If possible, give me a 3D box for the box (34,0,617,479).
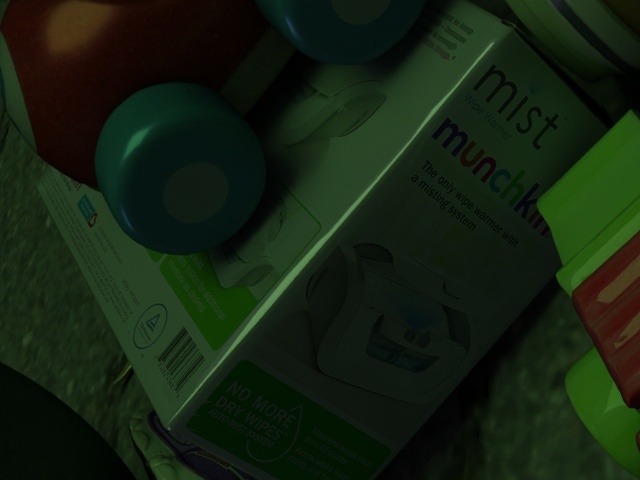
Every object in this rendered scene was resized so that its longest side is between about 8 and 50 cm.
[{"bbox_3d":[-0.010,-0.036,0.653,0.231,0.126,0.262,-50,36,4],"label":"box"}]

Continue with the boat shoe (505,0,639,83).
[{"bbox_3d":[0.115,-0.304,0.651,0.156,0.186,0.500,-35,49,27],"label":"boat shoe"}]

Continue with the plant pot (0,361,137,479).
[{"bbox_3d":[-0.215,0.216,0.669,0.248,0.252,0.247,-43,40,26],"label":"plant pot"}]

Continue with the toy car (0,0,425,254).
[{"bbox_3d":[-0.115,-0.153,0.557,0.210,0.238,0.219,-49,37,8],"label":"toy car"}]

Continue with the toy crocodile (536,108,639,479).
[{"bbox_3d":[0.151,0.073,0.419,0.115,0.105,0.341,-43,39,26],"label":"toy crocodile"}]

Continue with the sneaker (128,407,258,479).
[{"bbox_3d":[-0.060,0.125,0.693,0.071,0.068,0.170,-25,11,-13],"label":"sneaker"}]

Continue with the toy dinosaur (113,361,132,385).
[{"bbox_3d":[-0.115,0.003,0.849,0.092,0.053,0.183,-7,95,39],"label":"toy dinosaur"}]
